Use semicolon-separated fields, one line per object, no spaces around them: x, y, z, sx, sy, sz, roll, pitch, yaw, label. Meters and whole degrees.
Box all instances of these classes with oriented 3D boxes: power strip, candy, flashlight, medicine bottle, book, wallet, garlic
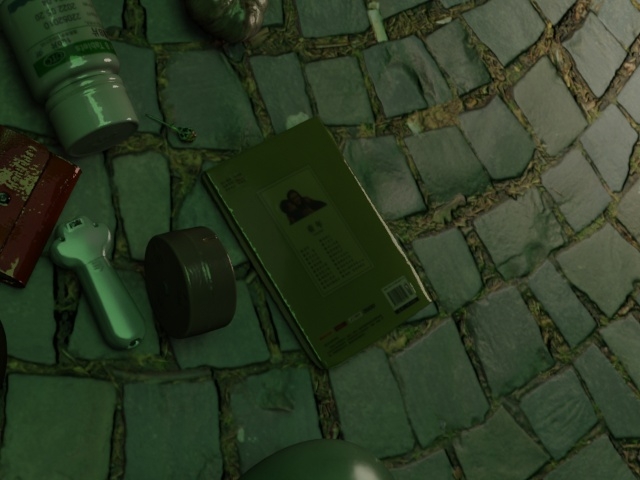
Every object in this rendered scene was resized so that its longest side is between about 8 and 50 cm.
-0.184;0.060;1.868;0.078;0.154;0.154;-14;77;-31;power strip
-0.225;-0.172;2.012;0.083;0.023;0.025;27;70;-2;candy
-0.307;0.062;1.870;0.093;0.047;0.200;-26;86;-31;flashlight
-0.357;-0.248;1.908;0.139;0.139;0.237;-20;79;-29;medicine bottle
0.000;0.000;2.038;0.239;0.035;0.352;-29;84;-32;book
-0.433;-0.049;1.853;0.142;0.045;0.204;28;62;-12;wallet
-0.153;-0.381;2.074;0.147;0.102;0.159;-36;100;-44;garlic

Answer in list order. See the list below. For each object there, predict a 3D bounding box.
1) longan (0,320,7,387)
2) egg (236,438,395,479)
-0.486;0.151;1.673;0.198;0.198;0.212;-5;85;-26;longan
-0.034;0.431;1.722;0.276;0.276;0.389;38;57;-7;egg
